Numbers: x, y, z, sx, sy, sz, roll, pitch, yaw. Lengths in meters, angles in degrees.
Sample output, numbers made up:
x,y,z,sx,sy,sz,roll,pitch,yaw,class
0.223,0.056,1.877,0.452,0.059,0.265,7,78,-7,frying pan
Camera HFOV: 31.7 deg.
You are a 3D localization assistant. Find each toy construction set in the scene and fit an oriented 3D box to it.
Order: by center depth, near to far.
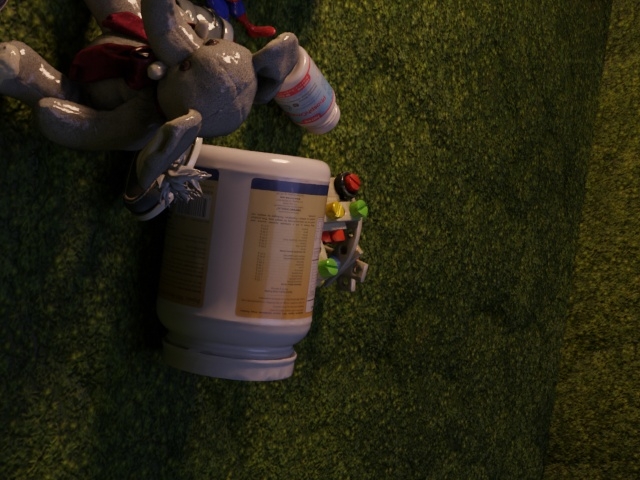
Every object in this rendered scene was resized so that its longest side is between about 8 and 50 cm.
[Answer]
x,y,z,sx,sy,sz,roll,pitch,yaw,class
0.000,0.000,1.884,0.328,0.151,0.215,3,72,-67,toy construction set

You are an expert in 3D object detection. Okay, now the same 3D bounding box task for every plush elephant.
x,y,z,sx,sy,sz,roll,pitch,yaw,class
-0.186,-0.196,1.327,0.330,0.255,0.272,54,51,-17,plush elephant

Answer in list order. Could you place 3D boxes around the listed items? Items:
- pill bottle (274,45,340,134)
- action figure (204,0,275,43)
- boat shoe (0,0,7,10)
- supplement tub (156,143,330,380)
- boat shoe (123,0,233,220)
x,y,z,sx,sy,sz,roll,pitch,yaw,class
-0.029,-0.240,1.828,0.160,0.087,0.087,47,59,-53,pill bottle
-0.121,-0.359,1.601,0.280,0.139,0.091,48,57,-50,action figure
-0.406,-0.261,1.126,0.340,0.158,0.127,-18,114,-56,boat shoe
-0.115,0.028,1.626,0.228,0.228,0.316,1,98,-59,supplement tub
-0.215,-0.184,1.531,0.099,0.116,0.319,34,67,-42,boat shoe
